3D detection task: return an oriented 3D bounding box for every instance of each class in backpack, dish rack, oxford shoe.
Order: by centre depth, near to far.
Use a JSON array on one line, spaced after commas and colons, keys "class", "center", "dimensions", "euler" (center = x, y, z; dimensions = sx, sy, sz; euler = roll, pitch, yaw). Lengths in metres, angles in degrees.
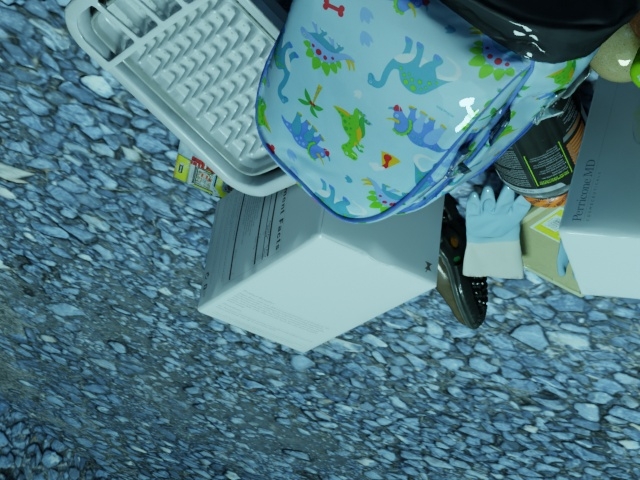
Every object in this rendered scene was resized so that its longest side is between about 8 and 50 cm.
[{"class": "backpack", "center": [0.087, -0.178, 1.195], "dimensions": [0.290, 0.273, 0.355], "euler": [42, 158, 5]}, {"class": "dish rack", "center": [-0.109, -0.206, 1.450], "dimensions": [0.333, 0.072, 0.285], "euler": [45, 145, -19]}, {"class": "oxford shoe", "center": [0.159, 0.024, 1.716], "dimensions": [0.096, 0.083, 0.227], "euler": [-10, 117, 39]}]

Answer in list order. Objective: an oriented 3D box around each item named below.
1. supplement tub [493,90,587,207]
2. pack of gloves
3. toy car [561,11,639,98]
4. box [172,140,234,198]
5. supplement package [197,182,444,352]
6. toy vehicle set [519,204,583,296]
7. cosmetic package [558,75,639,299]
[{"class": "supplement tub", "center": [0.232, -0.125, 1.384], "dimensions": [0.117, 0.117, 0.190], "euler": [3, 148, 30]}, {"class": "pack of gloves", "center": [0.278, -0.021, 1.572], "dimensions": [0.195, 0.046, 0.232], "euler": [2, 152, 6]}, {"class": "toy car", "center": [0.310, -0.183, 1.200], "dimensions": [0.149, 0.155, 0.188], "euler": [36, 159, -29]}, {"class": "box", "center": [-0.106, -0.123, 1.680], "dimensions": [0.159, 0.044, 0.233], "euler": [23, 151, -1]}, {"class": "supplement package", "center": [0.000, 0.000, 1.611], "dimensions": [0.177, 0.175, 0.293], "euler": [24, 148, -27]}, {"class": "toy vehicle set", "center": [0.341, -0.014, 1.609], "dimensions": [0.166, 0.035, 0.267], "euler": [27, 153, -13]}, {"class": "cosmetic package", "center": [0.383, -0.060, 1.283], "dimensions": [0.224, 0.224, 0.138], "euler": [4, 150, 28]}]
